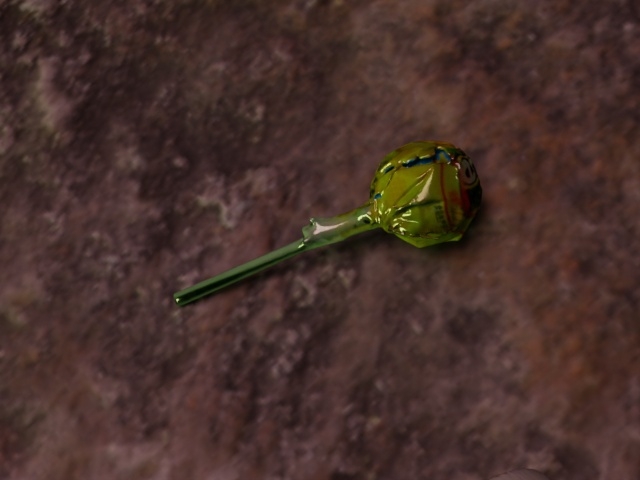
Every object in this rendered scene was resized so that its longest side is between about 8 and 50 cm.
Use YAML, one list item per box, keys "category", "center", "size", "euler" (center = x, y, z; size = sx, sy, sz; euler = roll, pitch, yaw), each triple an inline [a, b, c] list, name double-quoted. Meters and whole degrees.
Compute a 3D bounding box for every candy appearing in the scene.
- category: "candy"
  center: [0.000, 0.000, 0.823]
  size: [0.194, 0.058, 0.062]
  euler: [-24, 17, 19]

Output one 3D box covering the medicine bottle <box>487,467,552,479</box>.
- category: "medicine bottle"
  center: [0.138, 0.215, 0.596]
  size: [0.144, 0.144, 0.252]
  euler: [-45, 59, -4]
